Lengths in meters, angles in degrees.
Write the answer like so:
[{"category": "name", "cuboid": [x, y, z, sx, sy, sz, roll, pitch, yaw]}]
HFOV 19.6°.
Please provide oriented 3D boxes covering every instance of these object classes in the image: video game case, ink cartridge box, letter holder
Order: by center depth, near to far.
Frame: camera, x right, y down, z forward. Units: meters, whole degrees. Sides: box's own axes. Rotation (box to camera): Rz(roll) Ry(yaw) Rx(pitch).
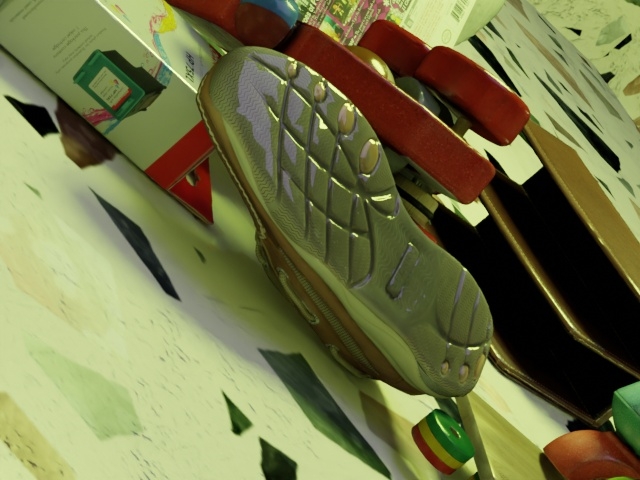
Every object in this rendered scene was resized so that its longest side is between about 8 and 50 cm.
[{"category": "ink cartridge box", "cuboid": [-0.139, -0.131, 1.393, 0.231, 0.078, 0.134, 42, 17, -24]}, {"category": "letter holder", "cuboid": [0.219, 0.010, 1.905, 0.214, 0.152, 0.302, 30, 24, -45]}, {"category": "video game case", "cuboid": [0.060, -0.251, 2.016, 0.210, 0.232, 0.042, 39, -24, -31]}]

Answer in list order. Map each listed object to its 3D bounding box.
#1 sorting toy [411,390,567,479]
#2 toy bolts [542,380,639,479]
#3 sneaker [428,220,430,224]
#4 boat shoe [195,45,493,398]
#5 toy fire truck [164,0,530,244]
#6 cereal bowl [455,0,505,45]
[{"category": "sorting toy", "cuboid": [0.156, 0.203, 1.455, 0.274, 0.046, 0.132, 41, 17, -25]}, {"category": "toy bolts", "cuboid": [0.301, 0.186, 1.434, 0.218, 0.158, 0.228, 43, 5, -21]}, {"category": "sneaker", "cuboid": [0.057, -0.086, 1.885, 0.089, 0.051, 0.170, 34, 25, -42]}, {"category": "boat shoe", "cuboid": [0.000, 0.000, 1.367, 0.324, 0.116, 0.123, 55, 49, -24]}, {"category": "toy fire truck", "cuboid": [0.007, -0.120, 1.502, 0.254, 0.169, 0.302, 36, 0, -26]}, {"category": "cereal bowl", "cuboid": [0.056, -0.353, 2.231, 0.339, 0.141, 0.339, 40, -19, 17]}]
